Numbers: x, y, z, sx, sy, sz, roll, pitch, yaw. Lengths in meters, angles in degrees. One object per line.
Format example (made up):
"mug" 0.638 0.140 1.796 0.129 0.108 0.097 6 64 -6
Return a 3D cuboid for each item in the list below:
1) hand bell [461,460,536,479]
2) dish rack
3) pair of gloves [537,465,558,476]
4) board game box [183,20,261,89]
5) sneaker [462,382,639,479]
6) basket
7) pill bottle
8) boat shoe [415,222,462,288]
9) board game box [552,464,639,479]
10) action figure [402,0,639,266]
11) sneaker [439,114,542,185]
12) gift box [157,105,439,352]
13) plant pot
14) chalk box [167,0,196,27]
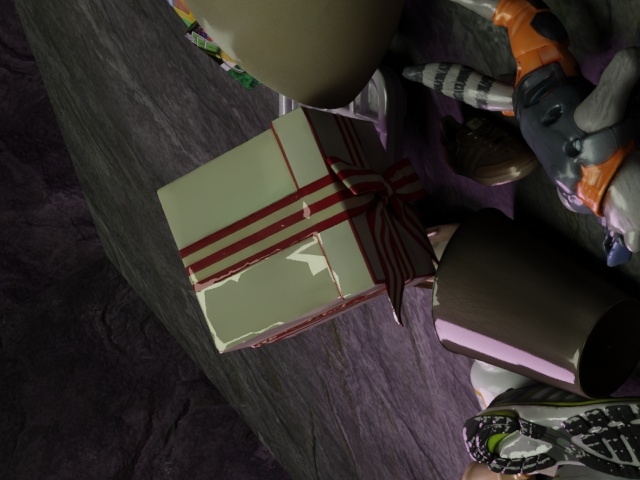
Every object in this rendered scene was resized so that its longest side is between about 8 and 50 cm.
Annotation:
"hand bell" 0.322 0.353 1.642 0.126 0.126 0.242 53 148 16
"dish rack" 0.036 -0.119 1.544 0.285 0.072 0.333 30 125 52
"pair of gloves" 0.379 0.352 1.439 0.204 0.042 0.240 7 127 25
"board game box" -0.092 -0.298 1.518 0.136 0.030 0.259 36 157 -18
"sneaker" 0.331 0.216 1.314 0.300 0.121 0.111 -4 116 31
"basket" 0.269 0.088 1.299 0.227 0.154 0.204 26 119 47
"pill bottle" 0.279 0.212 1.489 0.117 0.117 0.208 18 135 61
"boat shoe" 0.142 0.018 1.585 0.302 0.109 0.098 178 101 -69
"board game box" 0.406 0.408 1.336 0.144 0.142 0.275 -15 112 35
"action figure" 0.242 -0.096 1.076 0.330 0.178 0.341 53 160 42
"sneaker" 0.196 -0.114 1.288 0.071 0.066 0.188 64 161 -18
"gift box" 0.000 0.000 1.319 0.276 0.258 0.255 65 -157 5
"plant pot" -0.004 -0.325 1.249 0.191 0.284 0.284 -44 75 32
"chalk box" -0.196 -0.451 1.642 0.213 0.132 0.132 50 158 22
